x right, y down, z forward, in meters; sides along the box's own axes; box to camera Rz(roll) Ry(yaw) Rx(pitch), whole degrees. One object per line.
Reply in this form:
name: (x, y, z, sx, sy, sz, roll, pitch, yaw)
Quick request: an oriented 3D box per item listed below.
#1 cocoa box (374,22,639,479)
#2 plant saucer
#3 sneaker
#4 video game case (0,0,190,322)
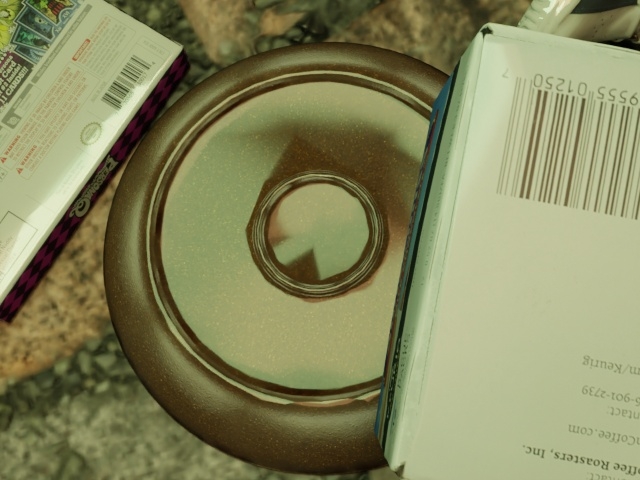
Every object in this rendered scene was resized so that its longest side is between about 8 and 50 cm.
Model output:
cocoa box: (0.219, 0.042, 0.735, 0.347, 0.228, 0.231, 11, 87, 0)
plant saucer: (0.000, 0.000, 0.897, 0.311, 0.050, 0.310, -1, 74, 4)
sneaker: (0.244, -0.150, 0.872, 0.153, 0.094, 0.235, 47, 53, 10)
video game case: (-0.243, -0.091, 0.945, 0.210, 0.042, 0.232, 31, 79, 12)
